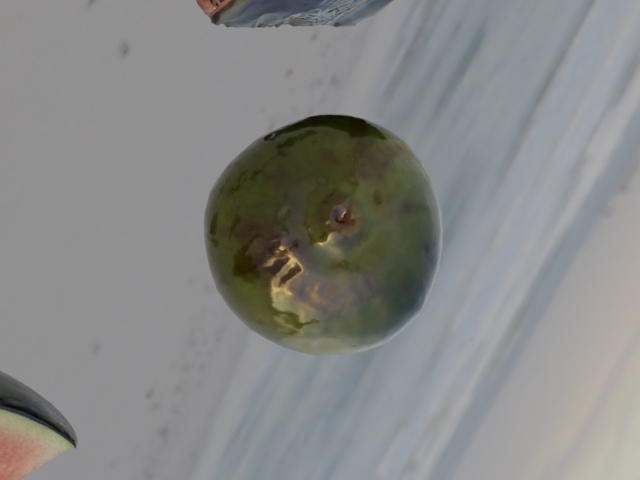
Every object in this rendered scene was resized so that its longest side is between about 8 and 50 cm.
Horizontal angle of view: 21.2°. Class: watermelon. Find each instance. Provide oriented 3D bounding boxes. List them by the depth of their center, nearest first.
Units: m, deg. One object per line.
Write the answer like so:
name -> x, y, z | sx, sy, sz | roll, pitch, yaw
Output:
watermelon -> -0.292, 0.131, 1.331 | 0.145, 0.193, 0.137 | -104, -152, -56

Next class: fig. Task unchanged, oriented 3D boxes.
fig -> 0.000, 0.000, 1.459 | 0.203, 0.203, 0.225 | -59, 178, -11

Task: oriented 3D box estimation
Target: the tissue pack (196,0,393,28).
tissue pack -> 0.051, -0.315, 1.554 | 0.332, 0.123, 0.245 | -33, 163, 38
